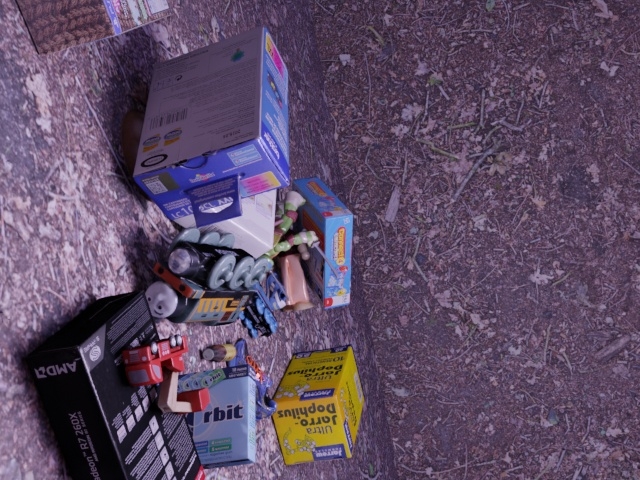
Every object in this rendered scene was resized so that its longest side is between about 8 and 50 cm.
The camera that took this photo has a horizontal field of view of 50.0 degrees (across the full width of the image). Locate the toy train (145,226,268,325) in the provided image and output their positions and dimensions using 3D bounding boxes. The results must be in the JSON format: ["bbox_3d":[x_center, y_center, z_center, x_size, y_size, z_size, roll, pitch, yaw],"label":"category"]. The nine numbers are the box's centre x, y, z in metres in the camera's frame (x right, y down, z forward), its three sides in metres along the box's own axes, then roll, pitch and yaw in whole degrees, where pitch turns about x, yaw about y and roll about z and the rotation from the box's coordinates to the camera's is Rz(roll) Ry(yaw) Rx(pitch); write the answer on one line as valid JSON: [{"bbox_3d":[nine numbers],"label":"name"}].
[{"bbox_3d":[-0.228,0.085,1.393,0.190,0.142,0.334,-58,164,6],"label":"toy train"}]

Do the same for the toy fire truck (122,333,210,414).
[{"bbox_3d":[-0.240,0.219,1.082,0.192,0.047,0.135,1,78,-77],"label":"toy fire truck"}]

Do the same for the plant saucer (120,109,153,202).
[{"bbox_3d":[-0.347,-0.178,1.425,0.198,0.036,0.198,-11,90,-79],"label":"plant saucer"}]

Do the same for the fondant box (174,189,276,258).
[{"bbox_3d":[-0.220,-0.137,1.608,0.238,0.096,0.330,35,38,-33],"label":"fondant box"}]

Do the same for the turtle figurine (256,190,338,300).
[{"bbox_3d":[-0.098,0.012,1.974,0.197,0.275,0.266,124,-21,-51],"label":"turtle figurine"}]

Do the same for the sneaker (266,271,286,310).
[{"bbox_3d":[-0.129,0.152,2.052,0.144,0.059,0.053,-93,164,-45],"label":"sneaker"}]

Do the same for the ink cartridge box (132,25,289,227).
[{"bbox_3d":[-0.208,-0.213,1.363,0.151,0.270,0.395,57,24,-47],"label":"ink cartridge box"}]

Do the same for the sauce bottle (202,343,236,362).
[{"bbox_3d":[-0.229,0.255,1.551,0.128,0.042,0.042,20,59,-73],"label":"sauce bottle"}]

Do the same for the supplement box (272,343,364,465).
[{"bbox_3d":[0.001,0.473,2.024,0.356,0.194,0.195,-59,136,-73],"label":"supplement box"}]

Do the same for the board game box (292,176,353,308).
[{"bbox_3d":[0.000,0.000,2.105,0.308,0.086,0.301,-128,-146,-56],"label":"board game box"}]

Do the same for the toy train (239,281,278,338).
[{"bbox_3d":[-0.168,0.180,1.811,0.184,0.080,0.105,64,13,-48],"label":"toy train"}]

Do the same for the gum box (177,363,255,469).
[{"bbox_3d":[-0.204,0.339,1.313,0.041,0.157,0.184,61,21,-56],"label":"gum box"}]

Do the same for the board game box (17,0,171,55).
[{"bbox_3d":[-0.403,-0.472,1.189,0.291,0.141,0.232,-74,150,-65],"label":"board game box"}]

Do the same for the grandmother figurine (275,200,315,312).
[{"bbox_3d":[-0.096,0.045,2.116,0.104,0.208,0.342,-10,86,-40],"label":"grandmother figurine"}]

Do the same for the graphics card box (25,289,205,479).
[{"bbox_3d":[-0.301,0.288,1.070,0.233,0.094,0.370,-62,140,-70],"label":"graphics card box"}]

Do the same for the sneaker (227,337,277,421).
[{"bbox_3d":[-0.161,0.336,1.670,0.083,0.087,0.221,-68,145,-70],"label":"sneaker"}]
